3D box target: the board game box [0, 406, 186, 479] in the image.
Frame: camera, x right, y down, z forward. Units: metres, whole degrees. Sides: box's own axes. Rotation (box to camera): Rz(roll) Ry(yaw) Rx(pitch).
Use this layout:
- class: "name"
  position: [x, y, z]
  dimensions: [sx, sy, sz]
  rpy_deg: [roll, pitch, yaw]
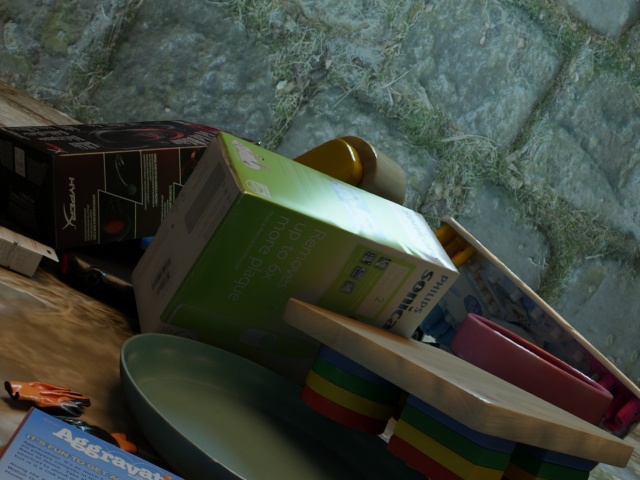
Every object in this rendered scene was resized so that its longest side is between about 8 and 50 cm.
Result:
- class: "board game box"
  position: [-0.052, 0.187, 0.468]
  dimensions: [0.281, 0.027, 0.145]
  rpy_deg: [29, 5, -9]

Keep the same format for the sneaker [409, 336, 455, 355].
- class: "sneaker"
  position: [0.170, 0.217, 1.366]
  dimensions: [0.235, 0.094, 0.153]
  rpy_deg: [38, 9, -23]

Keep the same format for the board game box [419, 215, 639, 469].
- class: "board game box"
  position: [0.306, 0.186, 1.328]
  dimensions: [0.390, 0.050, 0.390]
  rpy_deg: [46, -16, 23]

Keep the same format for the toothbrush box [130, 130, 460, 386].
- class: "toothbrush box"
  position: [-0.029, 0.038, 0.915]
  dimensions: [0.283, 0.206, 0.122]
  rpy_deg: [20, 27, -34]

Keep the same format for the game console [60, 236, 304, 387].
- class: "game console"
  position: [-0.143, 0.074, 1.110]
  dimensions: [0.386, 0.060, 0.342]
  rpy_deg: [28, 3, -14]

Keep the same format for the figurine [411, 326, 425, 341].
- class: "figurine"
  position: [0.065, 0.148, 1.623]
  dimensions: [0.209, 0.092, 0.215]
  rpy_deg: [22, 0, 34]

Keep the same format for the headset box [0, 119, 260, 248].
- class: "headset box"
  position: [-0.229, -0.082, 1.057]
  dimensions: [0.293, 0.110, 0.218]
  rpy_deg: [-9, 19, -37]

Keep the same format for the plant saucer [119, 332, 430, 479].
- class: "plant saucer"
  position: [-0.030, 0.175, 0.698]
  dimensions: [0.318, 0.043, 0.317]
  rpy_deg: [29, 3, -2]

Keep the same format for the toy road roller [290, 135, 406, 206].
- class: "toy road roller"
  position: [0.000, 0.000, 1.427]
  dimensions: [0.202, 0.329, 0.240]
  rpy_deg: [22, 45, -59]

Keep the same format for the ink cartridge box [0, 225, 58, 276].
- class: "ink cartridge box"
  position: [-0.316, 0.010, 0.867]
  dimensions: [0.083, 0.028, 0.048]
  rpy_deg: [27, 4, -29]

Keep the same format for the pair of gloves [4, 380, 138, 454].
- class: "pair of gloves"
  position: [-0.171, 0.123, 0.578]
  dimensions: [0.083, 0.010, 0.074]
  rpy_deg: [35, 5, 32]

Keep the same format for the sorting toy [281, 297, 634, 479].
- class: "sorting toy"
  position: [0.116, 0.163, 0.802]
  dimensions: [0.257, 0.089, 0.255]
  rpy_deg: [23, 0, -42]

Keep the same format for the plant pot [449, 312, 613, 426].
- class: "plant pot"
  position: [0.228, 0.216, 1.051]
  dimensions: [0.201, 0.180, 0.201]
  rpy_deg: [30, 3, -2]
